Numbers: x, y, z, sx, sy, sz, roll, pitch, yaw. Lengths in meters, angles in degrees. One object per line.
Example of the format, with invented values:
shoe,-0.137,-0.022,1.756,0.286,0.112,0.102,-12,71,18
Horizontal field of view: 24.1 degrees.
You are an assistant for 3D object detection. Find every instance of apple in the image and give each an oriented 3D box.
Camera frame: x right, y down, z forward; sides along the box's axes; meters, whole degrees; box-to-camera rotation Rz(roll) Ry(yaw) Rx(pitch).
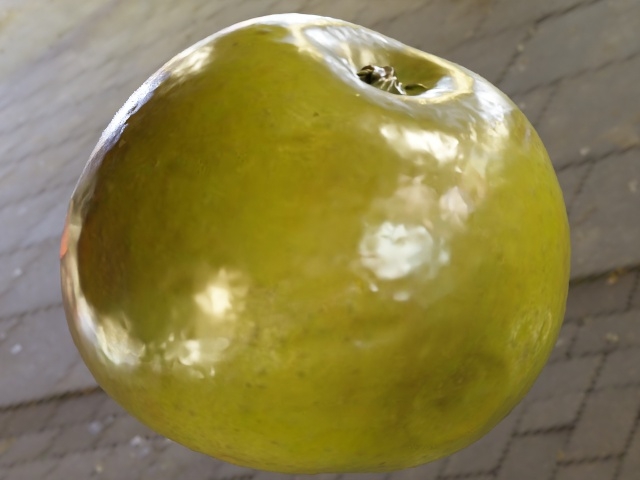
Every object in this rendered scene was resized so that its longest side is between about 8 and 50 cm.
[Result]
apple,0.000,0.000,0.581,0.196,0.196,0.157,-89,16,-66
